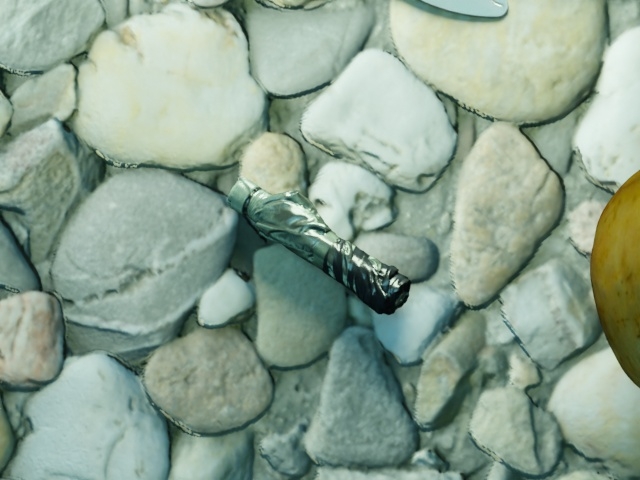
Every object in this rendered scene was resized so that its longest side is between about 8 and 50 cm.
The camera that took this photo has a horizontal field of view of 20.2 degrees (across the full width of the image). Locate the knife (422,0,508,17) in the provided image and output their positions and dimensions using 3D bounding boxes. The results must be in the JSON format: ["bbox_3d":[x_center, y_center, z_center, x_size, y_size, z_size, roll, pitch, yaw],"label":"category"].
[{"bbox_3d":[0.064,-0.265,1.602,0.244,0.032,0.058,44,91,15],"label":"knife"}]

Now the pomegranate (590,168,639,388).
[{"bbox_3d":[0.322,0.030,1.362,0.248,0.248,0.248,-3,80,17],"label":"pomegranate"}]

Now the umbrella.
[{"bbox_3d":[0.000,0.000,1.567,0.188,0.046,0.050,34,88,24],"label":"umbrella"}]
